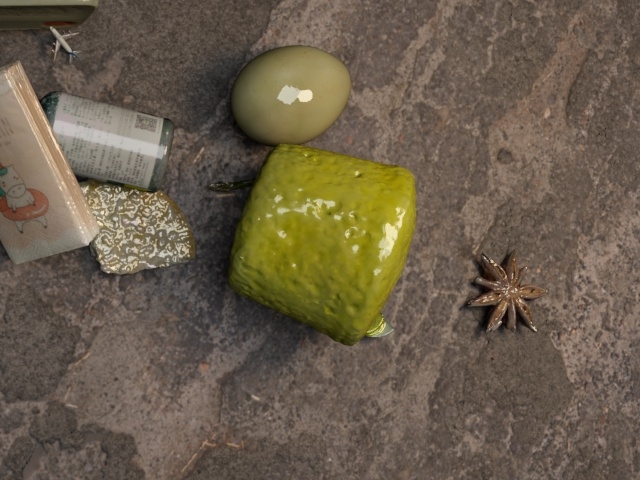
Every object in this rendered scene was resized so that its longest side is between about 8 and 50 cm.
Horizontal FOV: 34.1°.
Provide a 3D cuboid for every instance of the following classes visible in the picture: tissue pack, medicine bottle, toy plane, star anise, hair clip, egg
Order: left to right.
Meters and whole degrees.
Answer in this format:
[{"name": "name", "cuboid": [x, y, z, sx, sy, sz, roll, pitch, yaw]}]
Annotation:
[{"name": "tissue pack", "cuboid": [-0.519, -0.126, 1.779, 0.170, 0.071, 0.325, -13, 114, 20]}, {"name": "toy plane", "cuboid": [-0.472, -0.362, 1.919, 0.078, 0.024, 0.084, -54, 132, -16]}, {"name": "medicine bottle", "cuboid": [-0.418, -0.183, 1.867, 0.293, 0.141, 0.141, 14, 81, -14]}, {"name": "egg", "cuboid": [-0.053, -0.279, 2.000, 0.253, 0.188, 0.189, -26, 95, -32]}, {"name": "hair clip", "cuboid": [0.065, 0.125, 2.094, 0.060, 0.033, 0.188, -39, 88, -15]}, {"name": "star anise", "cuboid": [0.393, 0.108, 2.209, 0.195, 0.065, 0.183, 2, 80, -17]}]

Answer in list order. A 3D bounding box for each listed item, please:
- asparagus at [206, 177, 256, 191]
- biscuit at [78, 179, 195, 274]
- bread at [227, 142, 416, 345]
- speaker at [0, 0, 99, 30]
[{"name": "asparagus", "cuboid": [-0.112, -0.122, 2.052, 0.232, 0.022, 0.023, -12, 55, -21]}, {"name": "biscuit", "cuboid": [-0.355, -0.021, 1.940, 0.265, 0.040, 0.188, 32, 75, -15]}, {"name": "bread", "cuboid": [0.000, 0.000, 1.919, 0.307, 0.348, 0.348, 16, 80, -4]}, {"name": "speaker", "cuboid": [-0.590, -0.469, 1.793, 0.406, 0.183, 0.184, -8, 86, -29]}]
